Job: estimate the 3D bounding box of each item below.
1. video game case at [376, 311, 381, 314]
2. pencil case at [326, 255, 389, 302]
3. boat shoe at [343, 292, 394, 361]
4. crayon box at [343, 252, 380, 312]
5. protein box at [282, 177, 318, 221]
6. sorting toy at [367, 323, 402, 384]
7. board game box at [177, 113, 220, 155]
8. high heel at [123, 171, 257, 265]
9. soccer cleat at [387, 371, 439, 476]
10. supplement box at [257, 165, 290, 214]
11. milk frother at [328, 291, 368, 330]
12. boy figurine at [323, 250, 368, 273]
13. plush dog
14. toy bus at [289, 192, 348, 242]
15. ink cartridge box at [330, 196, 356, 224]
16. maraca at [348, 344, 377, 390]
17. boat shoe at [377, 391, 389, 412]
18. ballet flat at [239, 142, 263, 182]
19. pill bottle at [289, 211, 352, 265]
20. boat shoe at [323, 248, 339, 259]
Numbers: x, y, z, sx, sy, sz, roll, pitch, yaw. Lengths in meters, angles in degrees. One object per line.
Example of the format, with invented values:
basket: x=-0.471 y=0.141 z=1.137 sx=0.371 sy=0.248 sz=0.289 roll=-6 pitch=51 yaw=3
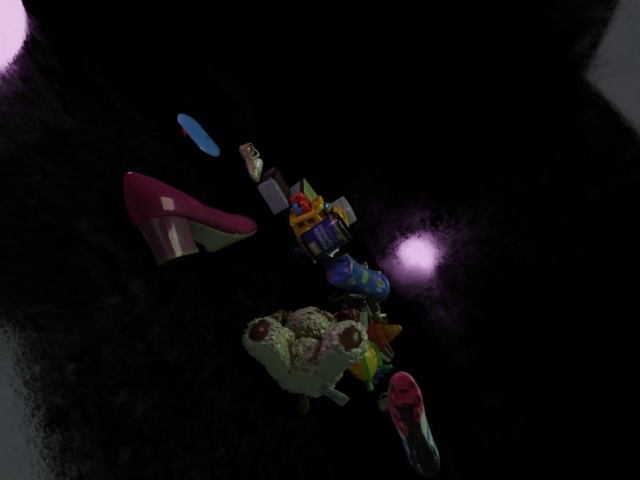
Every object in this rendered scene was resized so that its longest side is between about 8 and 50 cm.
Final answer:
video game case: x=0.310 y=0.404 z=2.327 sx=0.119 sy=0.015 sz=0.166 roll=55 pitch=11 yaw=-5
pencil case: x=0.158 y=0.154 z=1.746 sx=0.306 sy=0.120 sz=0.133 roll=27 pitch=73 yaw=-43
boat shoe: x=0.230 y=0.349 z=1.867 sx=0.341 sy=0.123 sz=0.123 roll=59 pitch=11 yaw=14
crayon box: x=0.164 y=0.196 z=2.132 sx=0.318 sy=0.081 sz=0.202 roll=52 pitch=12 yaw=-18
protein box: x=-0.068 y=-0.138 z=1.951 sx=0.199 sy=0.136 sz=0.201 roll=51 pitch=13 yaw=-21
sorting toy: x=0.238 y=0.400 z=1.622 sx=0.127 sy=0.126 sz=0.365 roll=60 pitch=19 yaw=-8
board game box: x=-0.393 y=-0.322 z=1.381 sx=0.168 sy=0.033 sz=0.133 roll=50 pitch=17 yaw=-6
high heel: x=-0.257 y=-0.066 z=0.950 sx=0.181 sy=0.127 sz=0.377 roll=67 pitch=15 yaw=0
soccer cleat: x=0.294 y=0.596 z=1.438 sx=0.143 sy=0.116 sz=0.330 roll=74 pitch=0 yaw=-79
supplement box: x=-0.186 y=-0.211 z=1.801 sx=0.130 sy=0.073 sz=0.239 roll=59 pitch=10 yaw=-20
milk frother: x=0.106 y=0.268 z=1.671 sx=0.143 sy=0.129 sz=0.134 roll=-165 pitch=-108 yaw=-64
boy figurine: x=0.131 y=0.141 z=1.886 sx=0.285 sy=0.177 sz=0.092 roll=34 pitch=33 yaw=-51
plush dog: x=-0.023 y=0.234 z=0.985 sx=0.225 sy=0.263 sz=0.210 roll=-75 pitch=164 yaw=-63
toy bus: x=-0.022 y=-0.104 z=1.750 sx=0.149 sy=0.221 sz=0.211 roll=-96 pitch=162 yaw=-57
ink cartridge box: x=0.063 y=-0.112 z=2.232 sx=0.093 sy=0.213 sz=0.154 roll=51 pitch=12 yaw=-28
maraca: x=0.134 y=0.399 z=1.406 sx=0.127 sy=0.099 sz=0.185 roll=-125 pitch=-160 yaw=-61
boat shoe: x=0.225 y=0.541 z=1.491 sx=0.045 sy=0.050 sz=0.135 roll=64 pitch=12 yaw=10
ballet flat: x=-0.275 y=-0.326 z=1.786 sx=0.206 sy=0.067 sz=0.073 roll=63 pitch=9 yaw=27
pill bottle: x=0.000 y=0.000 z=1.633 sx=0.122 sy=0.219 sz=0.122 roll=53 pitch=11 yaw=-15
boat shoe: x=0.034 y=0.054 z=2.019 sx=0.076 sy=0.080 sz=0.228 roll=35 pitch=15 yaw=2
